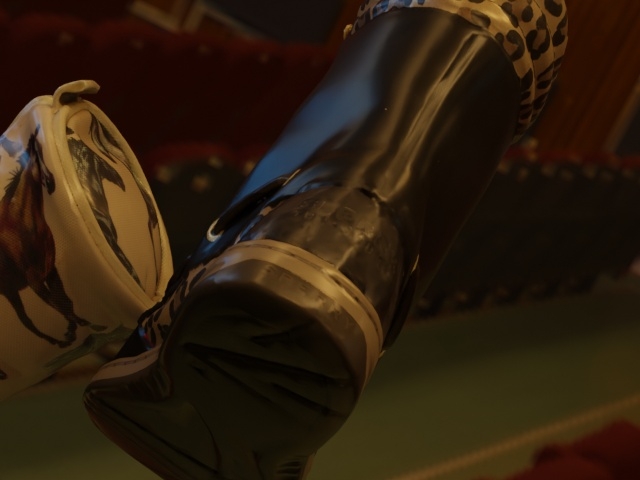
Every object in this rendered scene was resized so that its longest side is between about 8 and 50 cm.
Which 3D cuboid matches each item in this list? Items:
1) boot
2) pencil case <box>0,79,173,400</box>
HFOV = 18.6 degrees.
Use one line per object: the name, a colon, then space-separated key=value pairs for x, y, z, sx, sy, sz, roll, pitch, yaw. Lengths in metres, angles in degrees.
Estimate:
boot: x=0.000 y=0.000 z=1.154 sx=0.138 sy=0.284 sz=0.377 roll=33 pitch=-25 yaw=-1
pencil case: x=-0.288 y=0.045 z=1.325 sx=0.183 sy=0.410 sz=0.160 roll=60 pitch=18 yaw=-12
